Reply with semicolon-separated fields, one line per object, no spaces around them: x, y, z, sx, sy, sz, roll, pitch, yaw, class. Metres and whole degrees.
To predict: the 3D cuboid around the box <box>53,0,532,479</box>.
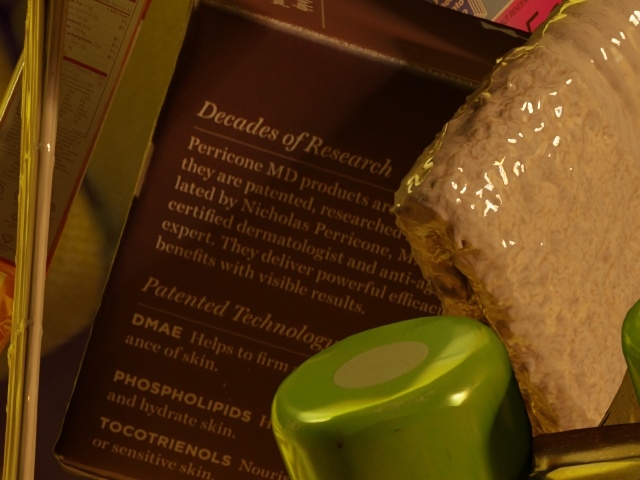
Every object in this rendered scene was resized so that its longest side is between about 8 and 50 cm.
0.000;0.000;0.807;0.168;0.167;0.203;-90;17;-73;box

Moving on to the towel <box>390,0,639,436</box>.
0.138;0.029;0.698;0.049;0.187;0.282;8;138;45;towel

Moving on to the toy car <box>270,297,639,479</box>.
0.088;0.062;0.453;0.149;0.188;0.155;-13;107;20;toy car

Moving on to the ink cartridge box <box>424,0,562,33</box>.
0.039;-0.271;1.010;0.151;0.270;0.395;30;162;44;ink cartridge box

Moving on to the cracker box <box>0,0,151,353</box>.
-0.189;-0.057;1.242;0.156;0.067;0.232;131;159;-60;cracker box

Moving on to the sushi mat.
-0.115;0.049;0.736;0.151;0.019;0.316;121;151;-72;sushi mat
